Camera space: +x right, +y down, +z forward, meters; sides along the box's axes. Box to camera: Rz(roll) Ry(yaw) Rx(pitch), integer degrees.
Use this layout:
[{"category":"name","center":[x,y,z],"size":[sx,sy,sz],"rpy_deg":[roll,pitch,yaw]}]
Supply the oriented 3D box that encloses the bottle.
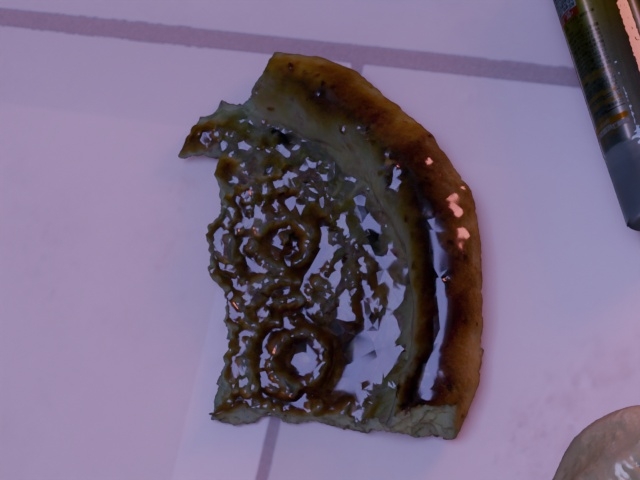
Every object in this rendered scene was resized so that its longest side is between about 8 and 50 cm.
[{"category":"bottle","center":[0.283,-0.150,1.513],"size":[0.082,0.082,0.286],"rpy_deg":[-19,70,14]}]

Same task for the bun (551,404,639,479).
[{"category":"bun","center":[0.297,0.256,1.359],"size":[0.259,0.160,0.259],"rpy_deg":[1,92,25]}]

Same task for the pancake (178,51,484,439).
[{"category":"pancake","center":[0.005,0.000,1.583],"size":[0.305,0.067,0.426],"rpy_deg":[-13,73,18]}]
